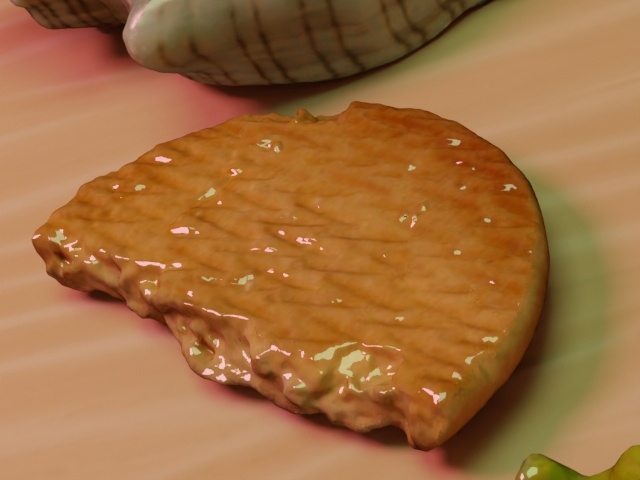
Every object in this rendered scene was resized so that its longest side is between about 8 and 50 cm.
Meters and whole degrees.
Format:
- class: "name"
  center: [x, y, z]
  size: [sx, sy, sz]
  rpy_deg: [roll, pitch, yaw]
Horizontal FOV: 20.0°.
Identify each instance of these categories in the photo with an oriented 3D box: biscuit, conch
- class: "biscuit"
  center: [0.000, 0.001, 0.699]
  size: [0.224, 0.033, 0.144]
  rpy_deg: [19, 52, 39]
- class: "conch"
  center: [-0.045, -0.161, 0.809]
  size: [0.386, 0.169, 0.203]
  rpy_deg: [-1, 69, 26]

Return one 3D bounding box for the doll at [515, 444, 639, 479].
- class: "doll"
  center: [0.259, 0.081, 0.460]
  size: [0.346, 0.098, 0.341]
  rpy_deg: [-42, 56, -17]
